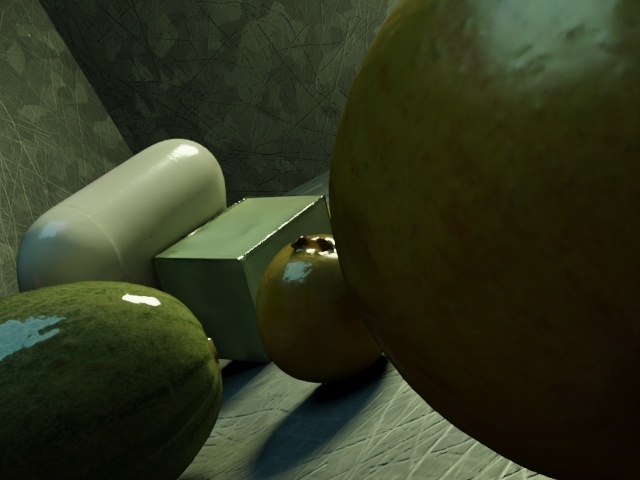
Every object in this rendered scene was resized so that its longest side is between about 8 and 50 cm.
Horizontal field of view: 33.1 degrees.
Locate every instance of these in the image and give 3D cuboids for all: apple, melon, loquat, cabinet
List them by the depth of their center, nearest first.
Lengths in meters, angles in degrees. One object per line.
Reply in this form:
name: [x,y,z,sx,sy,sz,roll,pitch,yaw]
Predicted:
apple: [0.153,-0.017,0.534,0.299,0.299,0.275,-30,35,6]
melon: [-0.254,0.167,1.030,0.329,0.248,0.248,-23,7,-4]
loquat: [0.004,0.069,1.062,0.137,0.163,0.163,-10,6,-3]
cabinet: [-0.088,0.044,1.427,0.150,0.145,0.206,-1,24,34]

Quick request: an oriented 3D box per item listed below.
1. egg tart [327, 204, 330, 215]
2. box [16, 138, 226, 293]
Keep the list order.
egg tart: [0.000,0.000,1.654,0.297,0.132,0.297,-25,6,3]
box: [-0.257,0.037,1.459,0.141,0.288,0.349,22,40,24]
